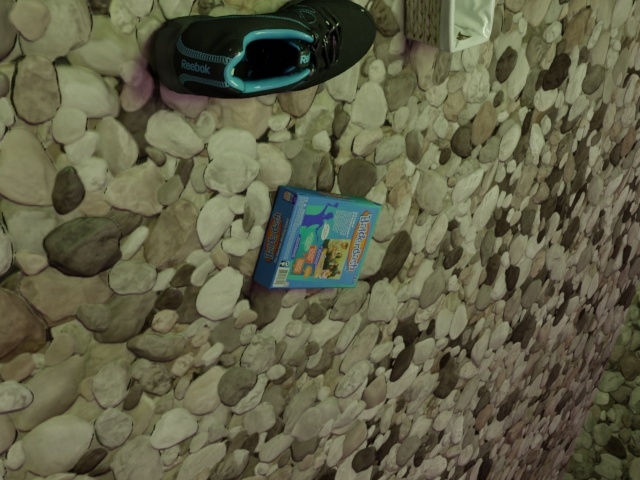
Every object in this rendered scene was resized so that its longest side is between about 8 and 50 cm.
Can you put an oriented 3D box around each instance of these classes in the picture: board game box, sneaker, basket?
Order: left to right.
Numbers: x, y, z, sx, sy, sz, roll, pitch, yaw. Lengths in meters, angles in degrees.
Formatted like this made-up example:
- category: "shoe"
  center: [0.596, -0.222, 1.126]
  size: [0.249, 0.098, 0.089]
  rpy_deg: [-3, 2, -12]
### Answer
- category: "sneaker"
  center: [-0.034, -0.237, 0.834]
  size: [0.341, 0.140, 0.125]
  rpy_deg: [-26, 126, -37]
- category: "board game box"
  center: [0.000, 0.000, 1.071]
  size: [0.210, 0.047, 0.160]
  rpy_deg: [5, 107, -47]
- category: "basket"
  center: [0.203, -0.396, 1.023]
  size: [0.113, 0.103, 0.167]
  rpy_deg: [-27, 128, -34]
